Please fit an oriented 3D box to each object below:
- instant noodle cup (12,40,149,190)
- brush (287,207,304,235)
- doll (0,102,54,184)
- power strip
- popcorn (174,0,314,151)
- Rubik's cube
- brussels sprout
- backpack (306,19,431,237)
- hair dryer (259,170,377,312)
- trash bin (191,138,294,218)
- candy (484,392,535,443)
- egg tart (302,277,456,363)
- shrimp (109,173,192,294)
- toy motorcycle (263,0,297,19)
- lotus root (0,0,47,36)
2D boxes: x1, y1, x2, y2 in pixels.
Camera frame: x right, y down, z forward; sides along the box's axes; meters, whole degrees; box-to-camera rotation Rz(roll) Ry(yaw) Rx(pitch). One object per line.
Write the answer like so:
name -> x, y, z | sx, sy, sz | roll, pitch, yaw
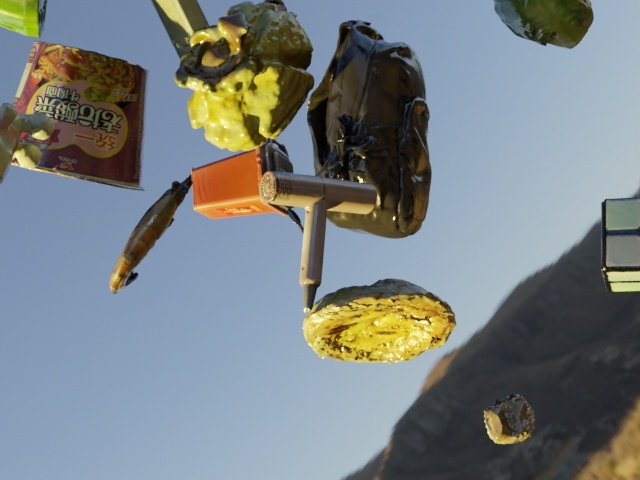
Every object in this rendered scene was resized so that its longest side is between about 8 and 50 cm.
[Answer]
instant noodle cup -> -0.515, -0.267, 2.181 | 0.340, 0.339, 0.266 | 3, -80, -68
brush -> -0.040, -0.029, 1.935 | 0.024, 0.083, 0.008 | -2, -41, -49
doll -> -0.549, -0.135, 1.649 | 0.155, 0.113, 0.275 | -56, -1, 35
power strip -> -0.273, -0.433, 2.093 | 0.053, 0.288, 0.093 | -38, 21, -35
popcorn -> -0.132, -0.299, 1.839 | 0.258, 0.224, 0.270 | -51, -21, -43
Rubik's cube -> 0.707, 0.012, 2.226 | 0.183, 0.180, 0.167 | 47, -136, -65
brussels sprout -> 0.476, -0.507, 2.188 | 0.161, 0.223, 0.223 | -68, -20, 4
backpack -> 0.103, -0.231, 2.125 | 0.363, 0.254, 0.446 | 21, -107, -76
hair dryer -> 0.011, 0.004, 1.594 | 0.195, 0.220, 0.053 | 4, -21, -34
trash bin -> -0.192, -0.149, 2.524 | 0.238, 0.184, 0.161 | -9, -16, 20
candy -> 0.352, 0.335, 1.893 | 0.095, 0.085, 0.110 | -18, -22, 4
egg tart -> 0.089, 0.116, 1.593 | 0.252, 0.098, 0.232 | -20, -33, 29
shrimp -> -0.327, -0.005, 1.942 | 0.262, 0.051, 0.198 | -59, 4, -25
toy motorcycle -> -0.147, -0.428, 2.326 | 0.260, 0.110, 0.171 | -46, -60, -23
lotus root -> -0.569, -0.460, 1.803 | 0.186, 0.186, 0.186 | -44, -19, -20
